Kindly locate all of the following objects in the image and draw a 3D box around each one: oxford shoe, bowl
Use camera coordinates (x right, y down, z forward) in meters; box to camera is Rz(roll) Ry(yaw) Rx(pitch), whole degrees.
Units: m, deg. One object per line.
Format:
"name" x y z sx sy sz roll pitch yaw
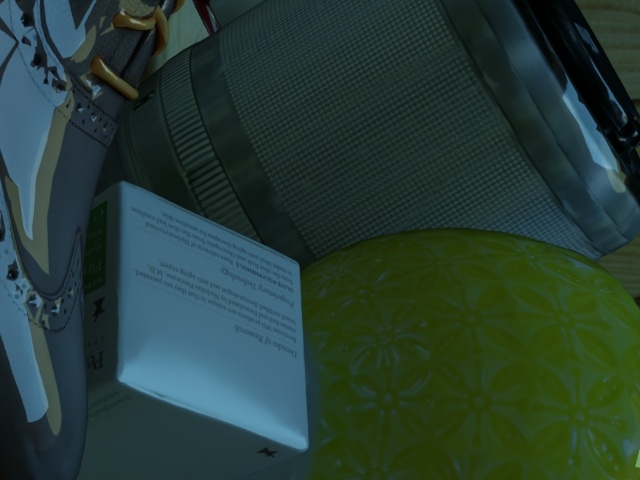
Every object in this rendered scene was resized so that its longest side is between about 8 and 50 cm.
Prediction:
"oxford shoe" -0.091 -0.086 0.589 0.130 0.132 0.364 46 39 -87
"bowl" 0.001 0.113 0.811 0.289 0.156 0.290 -38 -140 42

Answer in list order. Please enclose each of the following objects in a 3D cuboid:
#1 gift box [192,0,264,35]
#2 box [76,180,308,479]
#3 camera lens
"gift box" -0.006 -0.253 1.335 0.255 0.258 0.276 -94 163 -62
"box" -0.074 0.047 0.711 0.102 0.101 0.087 25 49 -40
"camera lens" 0.031 -0.045 1.022 0.219 0.274 0.219 54 15 -21
